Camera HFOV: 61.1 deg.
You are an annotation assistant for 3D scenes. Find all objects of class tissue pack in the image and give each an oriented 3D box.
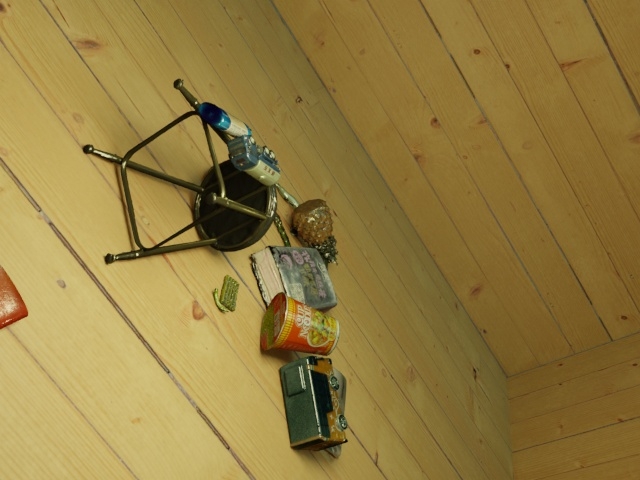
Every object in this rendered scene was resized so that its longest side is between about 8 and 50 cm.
[{"bbox_3d":[-0.085,0.152,2.000,0.361,0.122,0.259,4,62,-63],"label":"tissue pack"}]

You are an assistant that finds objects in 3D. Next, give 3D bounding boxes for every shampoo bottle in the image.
[{"bbox_3d":[-0.239,-0.304,1.419,0.087,0.050,0.183,38,8,20],"label":"shampoo bottle"}]

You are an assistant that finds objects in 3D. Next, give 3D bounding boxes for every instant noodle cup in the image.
[{"bbox_3d":[-0.060,0.286,1.743,0.212,0.193,0.193,21,42,-23],"label":"instant noodle cup"}]

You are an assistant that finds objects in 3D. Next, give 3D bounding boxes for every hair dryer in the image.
[{"bbox_3d":[-0.112,-0.119,2.288,0.225,0.088,0.219,30,41,-27],"label":"hair dryer"}]

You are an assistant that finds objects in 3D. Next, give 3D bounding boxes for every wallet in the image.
[{"bbox_3d":[-0.669,0.123,1.012,0.142,0.045,0.204,58,25,-4],"label":"wallet"}]

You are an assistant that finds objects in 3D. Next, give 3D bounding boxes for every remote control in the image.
[{"bbox_3d":[0.053,0.583,1.887,0.109,0.055,0.313,47,29,-28],"label":"remote control"}]

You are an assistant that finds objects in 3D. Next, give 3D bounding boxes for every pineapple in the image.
[{"bbox_3d":[0.000,0.000,2.220,0.169,0.169,0.340,-75,150,-56],"label":"pineapple"}]

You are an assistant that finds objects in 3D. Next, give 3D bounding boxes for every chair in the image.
[{"bbox_3d":[-0.354,-0.139,1.535,0.410,0.364,0.362,21,46,-61],"label":"chair"}]

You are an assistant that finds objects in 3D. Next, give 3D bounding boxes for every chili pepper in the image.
[{"bbox_3d":[-0.306,0.184,1.649,0.017,0.030,0.083,-8,76,-83],"label":"chili pepper"}]

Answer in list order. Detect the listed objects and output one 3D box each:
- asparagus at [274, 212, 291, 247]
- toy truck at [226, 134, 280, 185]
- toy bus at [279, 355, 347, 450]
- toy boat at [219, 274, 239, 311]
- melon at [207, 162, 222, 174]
[{"bbox_3d":[-0.156,-0.043,2.160,0.036,0.030,0.165,-12,75,-53],"label":"asparagus"},{"bbox_3d":[-0.177,-0.211,1.475,0.201,0.074,0.088,31,46,-63],"label":"toy truck"},{"bbox_3d":[-0.026,0.512,1.721,0.167,0.138,0.275,27,44,-48],"label":"toy bus"},{"bbox_3d":[-0.287,0.166,1.718,0.063,0.016,0.115,44,31,-32],"label":"toy boat"},{"bbox_3d":[-0.343,-0.225,1.912,0.098,0.098,0.130,64,25,6],"label":"melon"}]
